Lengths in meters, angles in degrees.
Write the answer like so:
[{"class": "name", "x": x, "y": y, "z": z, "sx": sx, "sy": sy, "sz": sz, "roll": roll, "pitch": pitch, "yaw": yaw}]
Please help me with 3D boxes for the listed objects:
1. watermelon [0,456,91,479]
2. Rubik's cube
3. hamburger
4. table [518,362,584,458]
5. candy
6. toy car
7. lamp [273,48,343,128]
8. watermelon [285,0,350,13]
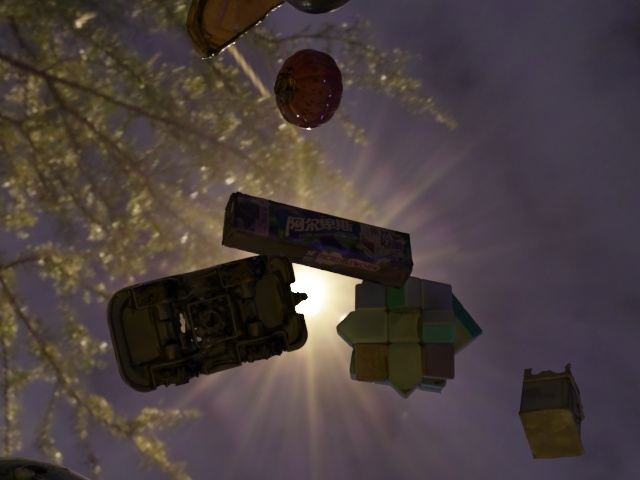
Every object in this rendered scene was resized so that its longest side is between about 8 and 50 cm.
[{"class": "watermelon", "x": -0.290, "y": 0.305, "z": 1.104, "sx": 0.321, "sy": 0.188, "sz": 0.175, "roll": 21, "pitch": -60, "yaw": 44}, {"class": "Rubik's cube", "x": 0.162, "y": 0.178, "z": 1.853, "sx": 0.265, "sy": 0.225, "sz": 0.213, "roll": 7, "pitch": -15, "yaw": 4}, {"class": "hamburger", "x": -0.116, "y": -0.326, "z": 1.341, "sx": 0.102, "sy": 0.176, "sz": 0.087, "roll": 52, "pitch": -11, "yaw": -14}, {"class": "table", "x": 0.280, "y": 0.204, "z": 1.222, "sx": 0.062, "sy": 0.083, "sz": 0.079, "roll": -10, "pitch": -59, "yaw": 21}, {"class": "candy", "x": 0.000, "y": 0.000, "z": 1.607, "sx": 0.312, "sy": 0.088, "sz": 0.061, "roll": 13, "pitch": -42, "yaw": -16}, {"class": "toy car", "x": -0.109, "y": 0.075, "z": 0.967, "sx": 0.100, "sy": 0.191, "sz": 0.097, "roll": -10, "pitch": -87, "yaw": 67}, {"class": "lamp", "x": -0.016, "y": -0.203, "z": 1.367, "sx": 0.107, "sy": 0.092, "sz": 0.108, "roll": -11, "pitch": -103, "yaw": 54}, {"class": "watermelon", "x": 0.008, "y": -0.312, "z": 1.137, "sx": 0.133, "sy": 0.105, "sz": 0.105, "roll": -20, "pitch": -79, "yaw": 38}]
